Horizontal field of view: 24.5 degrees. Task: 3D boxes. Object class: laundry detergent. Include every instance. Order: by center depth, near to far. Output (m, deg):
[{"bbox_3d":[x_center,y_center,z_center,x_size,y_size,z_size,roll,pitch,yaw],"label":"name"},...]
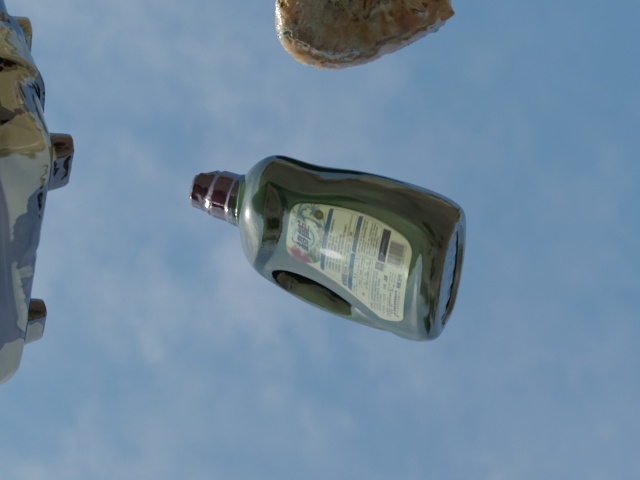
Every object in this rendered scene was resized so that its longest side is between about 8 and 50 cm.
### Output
[{"bbox_3d":[0.000,0.000,1.167,0.222,0.144,0.078,15,-136,16],"label":"laundry detergent"}]

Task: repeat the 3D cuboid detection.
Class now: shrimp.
[{"bbox_3d":[0.049,-0.214,1.274,0.187,0.051,0.132,-19,-47,-17],"label":"shrimp"}]

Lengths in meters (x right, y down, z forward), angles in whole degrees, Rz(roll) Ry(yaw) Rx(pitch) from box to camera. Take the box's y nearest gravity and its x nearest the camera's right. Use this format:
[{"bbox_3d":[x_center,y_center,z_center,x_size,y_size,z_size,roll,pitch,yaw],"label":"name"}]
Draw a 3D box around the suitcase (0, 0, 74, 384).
[{"bbox_3d":[-0.344,-0.021,0.915,0.339,0.351,0.194,-10,-120,-21],"label":"suitcase"}]
